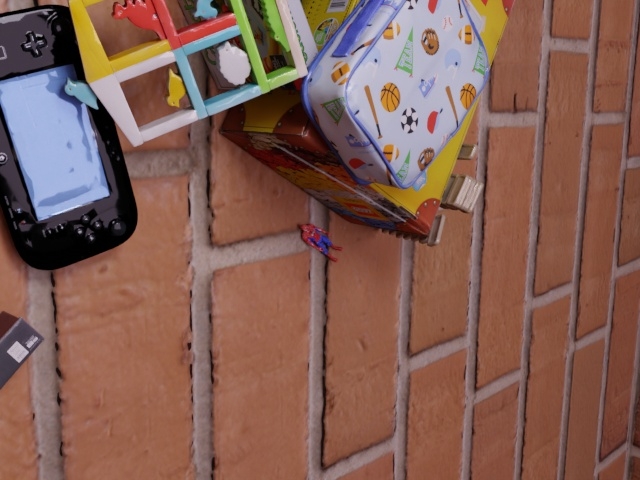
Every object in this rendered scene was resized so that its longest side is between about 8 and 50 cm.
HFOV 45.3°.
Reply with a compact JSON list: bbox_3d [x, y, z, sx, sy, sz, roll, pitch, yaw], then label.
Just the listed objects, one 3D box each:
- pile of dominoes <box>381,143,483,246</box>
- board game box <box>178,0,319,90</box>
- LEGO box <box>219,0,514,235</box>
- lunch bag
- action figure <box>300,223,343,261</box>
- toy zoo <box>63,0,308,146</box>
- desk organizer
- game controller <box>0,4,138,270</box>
[{"bbox_3d":[0.206,-0.083,1.423,0.040,0.251,0.196,25,87,-21],"label":"pile of dominoes"},{"bbox_3d":[-0.123,-0.350,1.046,0.053,0.193,0.305,-45,128,-32],"label":"board game box"},{"bbox_3d":[0.104,-0.314,1.297,0.372,0.193,0.500,33,75,-45],"label":"LEGO box"},{"bbox_3d":[0.113,-0.244,1.100,0.243,0.115,0.303,49,64,-37],"label":"lunch bag"},{"bbox_3d":[0.000,0.000,1.377,0.115,0.030,0.038,37,76,-43],"label":"action figure"},{"bbox_3d":[-0.175,-0.241,0.945,0.293,0.030,0.192,-24,121,-11],"label":"toy zoo"},{"bbox_3d":[-0.412,0.153,0.948,0.130,0.050,0.047,-54,132,-25],"label":"desk organizer"},{"bbox_3d":[-0.336,-0.124,0.959,0.166,0.067,0.319,-29,118,-40],"label":"game controller"}]
